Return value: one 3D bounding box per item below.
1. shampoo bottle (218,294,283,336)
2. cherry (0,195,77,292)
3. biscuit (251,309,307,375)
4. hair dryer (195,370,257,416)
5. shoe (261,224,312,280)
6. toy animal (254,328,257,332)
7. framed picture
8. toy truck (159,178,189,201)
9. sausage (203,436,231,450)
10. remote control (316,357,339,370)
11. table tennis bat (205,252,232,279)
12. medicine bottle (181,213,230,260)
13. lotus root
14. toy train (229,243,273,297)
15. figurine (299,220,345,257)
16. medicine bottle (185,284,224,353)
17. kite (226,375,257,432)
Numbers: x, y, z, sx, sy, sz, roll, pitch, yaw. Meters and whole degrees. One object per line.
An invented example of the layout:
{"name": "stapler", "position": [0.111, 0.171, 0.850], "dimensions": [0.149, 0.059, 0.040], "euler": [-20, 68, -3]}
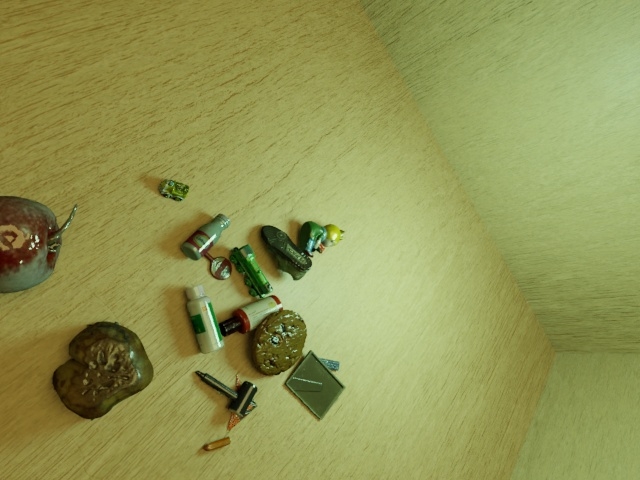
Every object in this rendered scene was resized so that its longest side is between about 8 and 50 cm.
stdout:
{"name": "shampoo bottle", "position": [-0.291, 0.318, 1.834], "dimensions": [0.278, 0.104, 0.104], "euler": [-20, 92, -40]}
{"name": "cherry", "position": [-0.932, 0.007, 1.287], "dimensions": [0.326, 0.336, 0.290], "euler": [49, 43, -75]}
{"name": "biscuit", "position": [-0.166, 0.434, 1.867], "dimensions": [0.296, 0.075, 0.295], "euler": [-12, 109, -40]}
{"name": "hair dryer", "position": [-0.372, 0.567, 1.734], "dimensions": [0.255, 0.070, 0.128], "euler": [41, 58, -14]}
{"name": "shoe", "position": [-0.172, 0.068, 1.994], "dimensions": [0.293, 0.149, 0.109], "euler": [41, 45, 16]}
{"name": "toy animal", "position": [-0.243, 0.403, 1.894], "dimensions": [0.083, 0.061, 0.081], "euler": [55, 16, -14]}
{"name": "framed picture", "position": [-0.020, 0.655, 2.004], "dimensions": [0.192, 0.018, 0.265], "euler": [-48, 110, -26]}
{"name": "toy truck", "position": [-0.578, -0.206, 1.754], "dimensions": [0.111, 0.077, 0.076], "euler": [18, 68, -34]}
{"name": "sausage", "position": [-0.396, 0.777, 1.685], "dimensions": [0.107, 0.031, 0.031], "euler": [-3, 81, -40]}
{"name": "remote control", "position": [0.029, 0.577, 2.077], "dimensions": [0.153, 0.027, 0.043], "euler": [23, 61, -34]}
{"name": "table tennis bat", "position": [-0.431, 0.098, 1.838], "dimensions": [0.154, 0.019, 0.098], "euler": [48, 54, -23]}
{"name": "medicine bottle", "position": [-0.459, -0.019, 1.794], "dimensions": [0.090, 0.091, 0.216], "euler": [50, 53, -18]}
{"name": "lotus root", "position": [-0.705, 0.408, 1.422], "dimensions": [0.317, 0.250, 0.315], "euler": [7, 75, -26]}
{"name": "toy train", "position": [-0.289, 0.132, 1.876], "dimensions": [0.085, 0.119, 0.251], "euler": [-39, 103, -39]}
{"name": "figurine", "position": [0.010, 0.004, 2.149], "dimensions": [0.234, 0.128, 0.184], "euler": [15, 75, -46]}
{"name": "medicine bottle", "position": [-0.453, 0.303, 1.717], "dimensions": [0.095, 0.095, 0.259], "euler": [-16, 90, -40]}
{"name": "kite", "position": [-0.307, 0.667, 1.801], "dimensions": [0.125, 0.008, 0.222], "euler": [20, 67, -35]}
